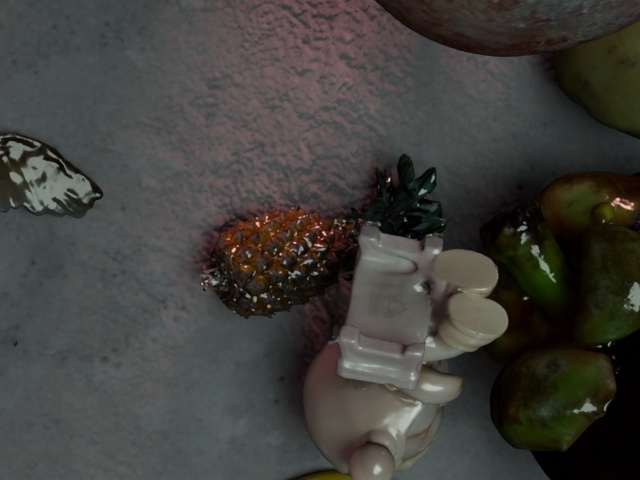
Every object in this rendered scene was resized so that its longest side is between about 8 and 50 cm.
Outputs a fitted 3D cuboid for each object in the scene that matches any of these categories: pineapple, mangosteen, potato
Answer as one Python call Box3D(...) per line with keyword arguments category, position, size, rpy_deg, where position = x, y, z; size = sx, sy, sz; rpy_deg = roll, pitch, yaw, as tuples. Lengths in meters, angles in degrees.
Box3D(category="pineapple", position=(0.000, 0.000, 1.515), size=(0.221, 0.083, 0.103), rpy_deg=(-18, 109, -20))
Box3D(category="mangosteen", position=(0.289, 0.087, 1.526), size=(0.330, 0.330, 0.330), rpy_deg=(-5, 103, -21))
Box3D(category="potato", position=(0.328, -0.174, 1.572), size=(0.262, 0.165, 0.165), rpy_deg=(-12, 106, -14))

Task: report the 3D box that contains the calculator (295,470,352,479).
Box3D(category="calculator", position=(-0.015, 0.281, 1.599), size=(0.235, 0.032, 0.146), rpy_deg=(-23, 110, -14))

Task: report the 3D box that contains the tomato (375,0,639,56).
Box3D(category="tomato", position=(0.144, -0.286, 1.302), size=(0.317, 0.282, 0.316), rpy_deg=(-18, 119, -34))

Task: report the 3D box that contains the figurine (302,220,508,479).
Box3D(category="figurine", position=(0.050, 0.112, 1.482), size=(0.145, 0.182, 0.256), rpy_deg=(-2, 142, -14))

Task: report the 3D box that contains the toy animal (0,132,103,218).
Box3D(category="toy animal", position=(-0.286, -0.064, 1.363), size=(0.273, 0.160, 0.197), rpy_deg=(-13, 105, -26))
